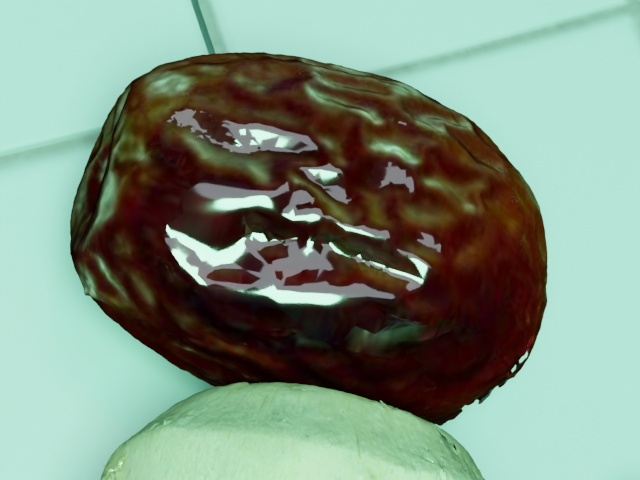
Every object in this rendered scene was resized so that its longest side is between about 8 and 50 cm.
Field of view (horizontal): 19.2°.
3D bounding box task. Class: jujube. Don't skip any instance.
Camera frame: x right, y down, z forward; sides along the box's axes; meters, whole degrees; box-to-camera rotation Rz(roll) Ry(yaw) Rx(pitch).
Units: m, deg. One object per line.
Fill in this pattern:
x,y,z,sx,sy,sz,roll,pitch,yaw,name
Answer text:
0.000,0.000,0.976,0.243,0.183,0.183,20,69,-17,jujube

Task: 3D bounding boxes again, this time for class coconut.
-0.016,0.191,0.893,0.224,0.224,0.234,21,64,-4,coconut
